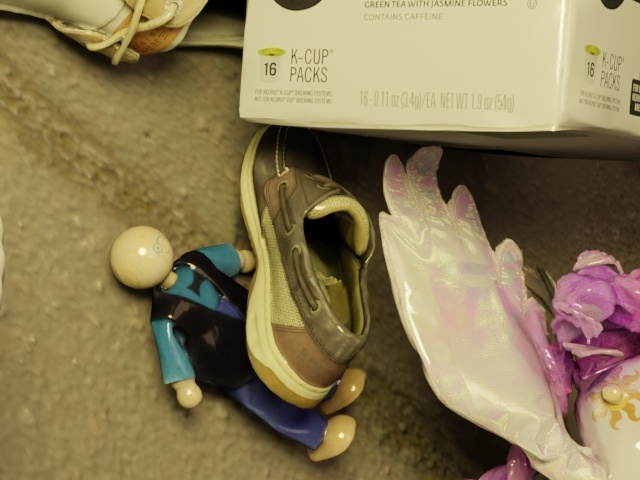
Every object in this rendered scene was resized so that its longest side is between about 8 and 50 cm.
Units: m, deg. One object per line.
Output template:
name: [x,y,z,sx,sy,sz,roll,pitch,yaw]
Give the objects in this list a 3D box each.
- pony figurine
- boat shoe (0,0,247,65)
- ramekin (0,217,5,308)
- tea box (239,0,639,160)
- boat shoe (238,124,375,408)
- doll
pony figurine: [0.192,0.118,0.854,0.303,0.363,0.351,33,46,-51]
boat shoe: [-0.108,-0.162,0.801,0.302,0.113,0.103,-15,82,-46]
ramekin: [-0.249,0.015,0.524,0.273,0.127,0.273,14,53,-20]
tea box: [0.137,-0.220,0.884,0.329,0.220,0.323,0,94,-56]
boat shoe: [-0.001,0.000,0.838,0.080,0.073,0.223,37,33,-32]
doll: [-0.054,0.054,0.830,0.189,0.046,0.129,39,43,-26]
